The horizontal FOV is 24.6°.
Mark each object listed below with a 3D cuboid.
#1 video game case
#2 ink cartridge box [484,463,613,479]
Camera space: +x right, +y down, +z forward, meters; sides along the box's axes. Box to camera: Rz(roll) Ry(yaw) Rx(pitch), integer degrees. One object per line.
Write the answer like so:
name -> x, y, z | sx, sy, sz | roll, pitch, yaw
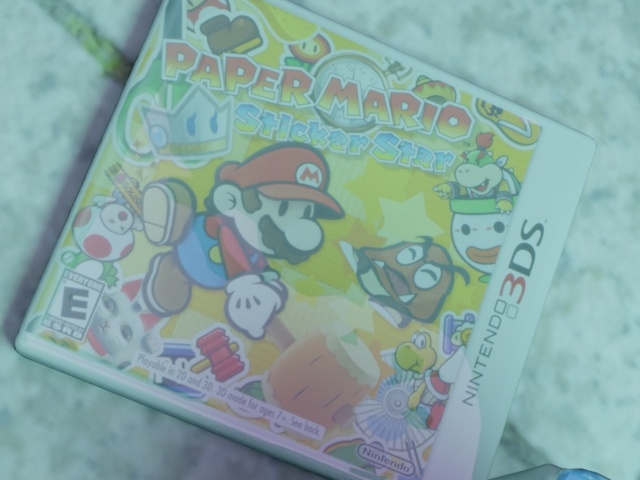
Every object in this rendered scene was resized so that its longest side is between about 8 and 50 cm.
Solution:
video game case -> 0.000, 0.000, 0.696 | 0.227, 0.026, 0.206 | 23, 74, -7
ink cartridge box -> 0.034, 0.295, 0.513 | 0.151, 0.270, 0.396 | 26, 74, -3
